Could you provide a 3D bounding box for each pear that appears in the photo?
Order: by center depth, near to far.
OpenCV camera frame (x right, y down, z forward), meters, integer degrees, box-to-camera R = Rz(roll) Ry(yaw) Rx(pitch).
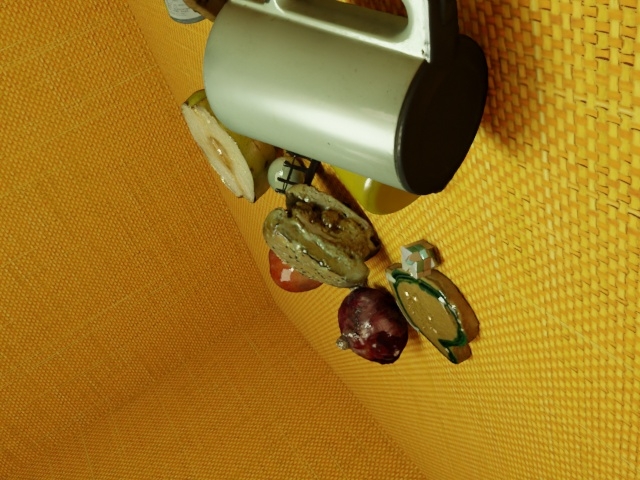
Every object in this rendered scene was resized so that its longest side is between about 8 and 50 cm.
[{"bbox_3d":[-0.261,-0.330,1.915,0.340,0.191,0.386,27,151,48],"label":"pear"}]

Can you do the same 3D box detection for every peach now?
[{"bbox_3d":[-0.086,0.066,2.104,0.256,0.232,0.232,17,140,44],"label":"peach"}]

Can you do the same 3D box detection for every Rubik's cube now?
[{"bbox_3d":[0.226,0.047,1.316,0.073,0.075,0.084,37,156,56],"label":"Rubik's cube"}]

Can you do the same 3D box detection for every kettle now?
[{"bbox_3d":[0.030,-0.268,0.854,0.376,0.250,0.361,27,144,33],"label":"kettle"}]

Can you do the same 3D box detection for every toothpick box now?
[{"bbox_3d":[0.083,-0.194,1.100,0.271,0.175,0.175,53,165,29],"label":"toothpick box"}]

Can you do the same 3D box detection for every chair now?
[{"bbox_3d":[-0.010,-0.160,1.686,0.229,0.113,0.106,19,164,-2],"label":"chair"}]

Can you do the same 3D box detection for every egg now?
[{"bbox_3d":[-0.107,-0.202,1.824,0.114,0.114,0.152,54,167,14],"label":"egg"}]

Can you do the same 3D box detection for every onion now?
[{"bbox_3d":[0.141,0.268,1.777,0.252,0.219,0.252,45,152,31],"label":"onion"}]

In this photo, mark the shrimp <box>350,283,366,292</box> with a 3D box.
[{"bbox_3d":[0.099,0.096,1.878,0.317,0.062,0.164,62,163,-5],"label":"shrimp"}]

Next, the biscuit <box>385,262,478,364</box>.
[{"bbox_3d":[0.277,0.185,1.472,0.287,0.057,0.344,61,166,-12],"label":"biscuit"}]

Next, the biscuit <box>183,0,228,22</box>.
[{"bbox_3d":[-0.205,-0.576,1.087,0.046,0.359,0.359,-1,133,21],"label":"biscuit"}]

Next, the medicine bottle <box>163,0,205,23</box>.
[{"bbox_3d":[-0.379,-0.736,1.558,0.141,0.141,0.293,49,163,30],"label":"medicine bottle"}]

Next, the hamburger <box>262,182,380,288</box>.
[{"bbox_3d":[0.000,0.000,1.639,0.318,0.195,0.277,32,163,-2],"label":"hamburger"}]

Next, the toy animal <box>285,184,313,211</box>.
[{"bbox_3d":[-0.056,-0.126,1.844,0.062,0.108,0.220,58,-163,-7],"label":"toy animal"}]
